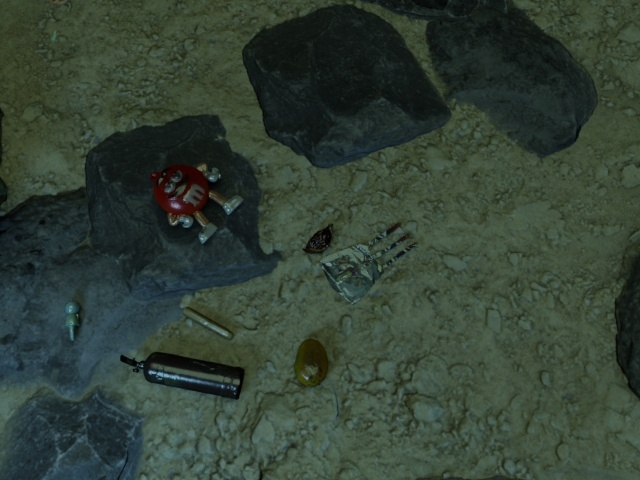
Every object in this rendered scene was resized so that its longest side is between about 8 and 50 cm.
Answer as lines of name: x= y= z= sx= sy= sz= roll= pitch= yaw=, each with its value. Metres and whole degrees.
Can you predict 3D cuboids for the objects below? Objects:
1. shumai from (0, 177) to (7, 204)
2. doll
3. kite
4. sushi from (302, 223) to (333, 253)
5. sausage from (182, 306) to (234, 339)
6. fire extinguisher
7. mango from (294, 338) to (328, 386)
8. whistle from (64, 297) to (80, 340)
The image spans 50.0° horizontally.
shumai: x=-0.858 y=-0.028 z=1.490 sx=0.330 sy=0.292 sz=0.288 roll=-13 pitch=51 yaw=28
doll: x=-0.319 y=-0.116 z=1.695 sx=0.217 sy=0.085 sz=0.183 roll=39 pitch=71 yaw=0
kite: x=0.124 y=0.047 z=1.703 sx=0.245 sy=0.015 sz=0.141 roll=-33 pitch=76 yaw=-12
sushi: x=0.000 y=0.000 z=1.694 sx=0.050 sy=0.047 sz=0.099 roll=37 pitch=72 yaw=6
sausage: x=-0.262 y=0.194 z=1.607 sx=0.132 sy=0.024 sz=0.024 roll=28 pitch=69 yaw=7
fire extinguisher: x=-0.307 y=0.292 z=1.529 sx=0.268 sy=0.089 sz=0.072 roll=11 pitch=70 yaw=0
mango: x=-0.022 y=0.280 z=1.580 sx=0.079 sy=0.057 sz=0.114 roll=-4 pitch=61 yaw=-2
whistle: x=-0.571 y=0.181 z=1.580 sx=0.035 sy=0.035 sz=0.100 roll=-6 pitch=70 yaw=-7
